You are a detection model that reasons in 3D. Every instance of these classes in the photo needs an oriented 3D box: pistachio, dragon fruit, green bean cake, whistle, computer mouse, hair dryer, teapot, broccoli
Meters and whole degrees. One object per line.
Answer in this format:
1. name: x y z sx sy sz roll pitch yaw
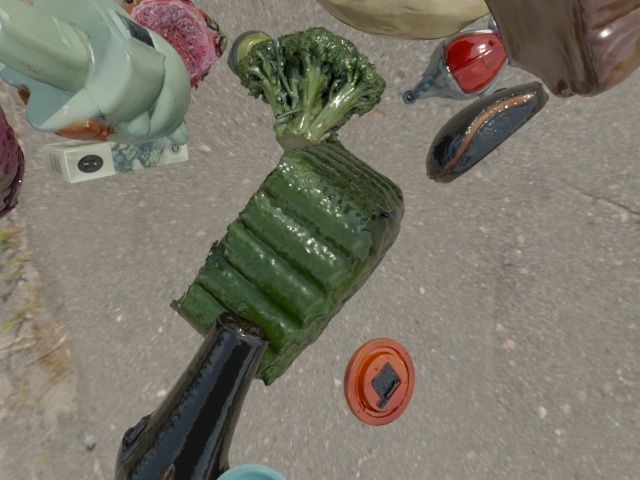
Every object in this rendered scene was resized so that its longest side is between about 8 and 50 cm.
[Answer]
1. pistachio: 0.092 -0.308 0.835 0.229 0.157 0.157 1 94 -13
2. dragon fruit: -0.290 -0.367 1.360 0.282 0.147 0.211 -26 94 -23
3. green bean cake: -0.021 0.017 0.868 0.156 0.250 0.247 39 107 6
4. whistle: -0.163 -0.122 0.537 0.101 0.253 0.106 27 95 11
5. computer mouse: 0.358 -0.253 1.640 0.323 0.183 0.116 -40 97 -3
6. hair dryer: -0.033 0.263 0.773 0.359 0.120 0.304 30 108 -2
7. teapot: -0.151 -0.454 1.821 0.165 0.119 0.130 -19 107 -21
8. broccoli: -0.026 -0.331 1.638 0.303 0.321 0.284 29 59 -25

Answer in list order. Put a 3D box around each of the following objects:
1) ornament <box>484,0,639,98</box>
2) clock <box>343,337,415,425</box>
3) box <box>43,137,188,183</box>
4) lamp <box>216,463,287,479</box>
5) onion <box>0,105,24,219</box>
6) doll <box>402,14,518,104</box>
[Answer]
1. ornament: 0.232 -0.227 0.503 0.217 0.235 0.221 -24 54 4
2. clock: 0.141 0.329 1.720 0.205 0.051 0.205 1 88 -36
3. box: -0.431 -0.185 1.559 0.256 0.164 0.069 -16 109 -31
4. lamp: -0.093 0.326 0.592 0.284 0.147 0.209 -41 94 16
5. onion: -0.532 -0.080 0.850 0.347 0.348 0.286 4 67 -2
6. doll: 0.209 -0.242 0.973 0.227 0.075 0.102 -32 95 6
